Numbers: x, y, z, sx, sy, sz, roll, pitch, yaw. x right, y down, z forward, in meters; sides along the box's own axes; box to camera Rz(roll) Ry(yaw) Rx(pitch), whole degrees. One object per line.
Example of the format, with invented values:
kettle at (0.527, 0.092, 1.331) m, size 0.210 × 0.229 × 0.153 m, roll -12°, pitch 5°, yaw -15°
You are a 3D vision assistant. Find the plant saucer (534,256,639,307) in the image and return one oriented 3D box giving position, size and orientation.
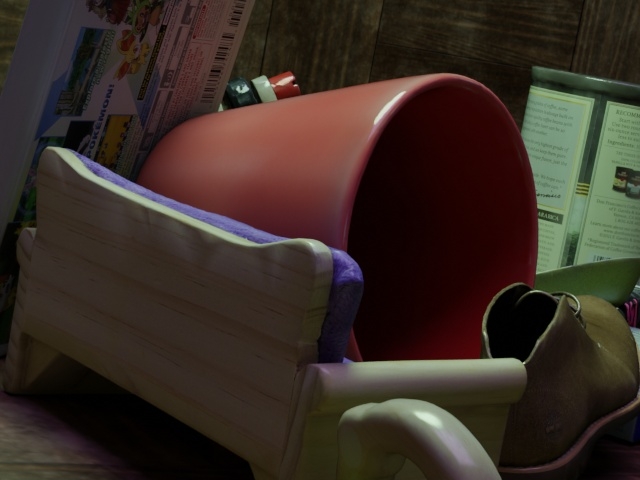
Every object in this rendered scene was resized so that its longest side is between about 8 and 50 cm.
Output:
plant saucer at (0.179, 0.063, 1.471) m, size 0.241 × 0.037 × 0.241 m, roll -13°, pitch -9°, yaw -2°

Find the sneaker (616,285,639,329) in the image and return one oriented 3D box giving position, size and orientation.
sneaker at (0.304, 0.083, 1.704) m, size 0.170 × 0.063 × 0.075 m, roll -1°, pitch 13°, yaw -34°

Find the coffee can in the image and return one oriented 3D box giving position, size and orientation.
coffee can at (0.311, -0.045, 1.840) m, size 0.201 × 0.275 × 0.201 m, roll 11°, pitch 8°, yaw -2°

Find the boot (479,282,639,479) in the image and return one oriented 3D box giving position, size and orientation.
boot at (0.174, 0.077, 1.173) m, size 0.112 × 0.115 × 0.305 m, roll 5°, pitch 16°, yaw 19°

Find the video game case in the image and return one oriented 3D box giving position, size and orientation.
video game case at (-0.164, -0.075, 1.250) m, size 0.036 × 0.329 × 0.300 m, roll 24°, pitch 12°, yaw 18°

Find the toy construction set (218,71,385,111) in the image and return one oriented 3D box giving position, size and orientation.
toy construction set at (-0.004, -0.015, 1.595) m, size 0.309 × 0.257 × 0.237 m, roll -13°, pitch 63°, yaw -29°

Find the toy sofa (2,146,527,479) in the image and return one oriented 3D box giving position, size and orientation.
toy sofa at (-0.048, 0.058, 1.011) m, size 0.150 × 0.177 × 0.362 m, roll 4°, pitch 9°, yaw -37°

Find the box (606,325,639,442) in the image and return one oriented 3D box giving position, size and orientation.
box at (0.242, 0.113, 1.365) m, size 0.126 × 0.072 × 0.137 m, roll 16°, pitch 10°, yaw 34°

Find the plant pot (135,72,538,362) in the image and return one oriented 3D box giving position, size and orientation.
plant pot at (0.000, 0.000, 1.267) m, size 0.243 × 0.275 × 0.275 m, roll 6°, pitch 4°, yaw 36°

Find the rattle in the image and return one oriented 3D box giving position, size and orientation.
rattle at (0.032, 0.146, 0.712) m, size 0.143 × 0.130 × 0.199 m, roll 9°, pitch 13°, yaw -33°
